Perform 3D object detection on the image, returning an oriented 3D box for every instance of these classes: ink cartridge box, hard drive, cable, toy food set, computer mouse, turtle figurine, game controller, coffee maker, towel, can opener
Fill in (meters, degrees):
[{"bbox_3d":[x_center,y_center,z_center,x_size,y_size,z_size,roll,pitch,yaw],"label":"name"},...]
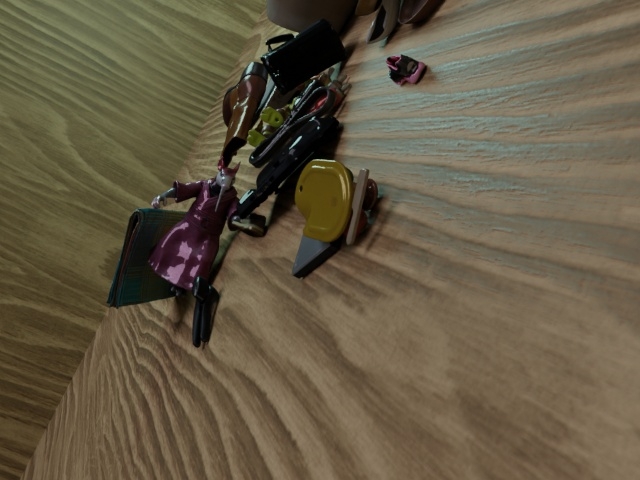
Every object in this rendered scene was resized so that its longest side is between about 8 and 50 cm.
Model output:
[{"bbox_3d":[-0.111,-0.397,2.146,0.261,0.066,0.296,-69,13,-19],"label":"ink cartridge box"},{"bbox_3d":[0.000,0.000,1.349,0.135,0.022,0.094,-40,28,51],"label":"hard drive"},{"bbox_3d":[-0.041,-0.253,1.739,0.287,0.072,0.139,-52,34,14],"label":"cable"},{"bbox_3d":[0.037,-0.059,1.250,0.218,0.071,0.128,18,101,60],"label":"toy food set"},{"bbox_3d":[0.145,-0.466,1.564,0.106,0.042,0.193,-60,-4,-49],"label":"computer mouse"},{"bbox_3d":[-0.102,-0.287,1.946,0.269,0.087,0.217,-38,7,29],"label":"turtle figurine"},{"bbox_3d":[-0.075,-0.149,1.681,0.319,0.067,0.166,-39,16,53],"label":"game controller"},{"bbox_3d":[-0.033,-0.418,1.834,0.178,0.120,0.171,-32,42,-1],"label":"coffee maker"},{"bbox_3d":[-0.454,0.045,2.201,0.370,0.040,0.271,-1,-73,-75],"label":"towel"},{"bbox_3d":[-0.275,0.169,1.831,0.059,0.073,0.186,-40,37,35],"label":"can opener"}]

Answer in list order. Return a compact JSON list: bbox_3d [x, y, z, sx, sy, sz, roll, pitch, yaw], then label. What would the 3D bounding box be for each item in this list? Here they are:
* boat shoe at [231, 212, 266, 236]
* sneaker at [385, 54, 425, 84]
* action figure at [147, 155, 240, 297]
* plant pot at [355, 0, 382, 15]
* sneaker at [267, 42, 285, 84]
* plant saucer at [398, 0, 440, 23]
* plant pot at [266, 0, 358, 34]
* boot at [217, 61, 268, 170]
[{"bbox_3d":[-0.158,-0.040,1.820,0.049,0.056,0.152,-60,26,-8],"label":"boat shoe"},{"bbox_3d":[0.134,-0.298,1.354,0.047,0.057,0.119,-64,16,1],"label":"sneaker"},{"bbox_3d":[-0.286,-0.042,2.047,0.370,0.248,0.276,-60,-10,10],"label":"action figure"},{"bbox_3d":[0.141,-0.543,1.561,0.236,0.032,0.236,-59,-1,-1],"label":"plant pot"},{"bbox_3d":[-0.127,-0.507,2.348,0.212,0.094,0.080,-56,20,20],"label":"sneaker"},{"bbox_3d":[0.203,-0.466,1.456,0.168,0.029,0.168,-55,18,27],"label":"plant saucer"},{"bbox_3d":[-0.008,-0.669,1.979,0.323,0.323,0.280,-99,22,-62],"label":"plant pot"},{"bbox_3d":[-0.219,-0.294,2.110,0.264,0.096,0.280,-38,35,50],"label":"boot"}]
